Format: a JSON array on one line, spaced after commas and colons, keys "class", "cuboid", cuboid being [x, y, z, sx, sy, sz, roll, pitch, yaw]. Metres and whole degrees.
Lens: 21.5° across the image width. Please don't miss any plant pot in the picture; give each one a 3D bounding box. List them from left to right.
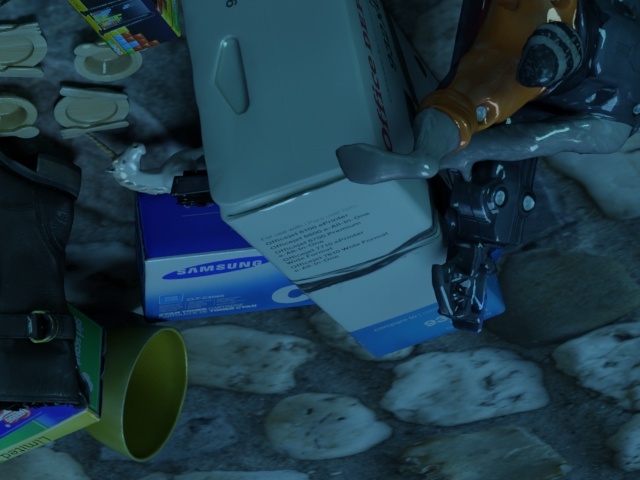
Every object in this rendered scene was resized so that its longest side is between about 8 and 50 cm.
[{"class": "plant pot", "cuboid": [-0.202, 0.140, 1.654, 0.095, 0.134, 0.134, 12, 160, 21]}]

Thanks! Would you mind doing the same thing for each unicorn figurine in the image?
[{"class": "unicorn figurine", "cuboid": [-0.108, -0.067, 1.469, 0.111, 0.060, 0.162, -21, 155, 34]}]

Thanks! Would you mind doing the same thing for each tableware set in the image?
[{"class": "tableware set", "cuboid": [-0.218, -0.126, 1.365, 0.141, 0.020, 0.168, -3, 151, -15]}]

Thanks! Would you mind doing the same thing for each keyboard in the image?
[{"class": "keyboard", "cuboid": [-0.072, -0.044, 1.421, 0.108, 0.023, 0.180, -7, 175, 17]}]

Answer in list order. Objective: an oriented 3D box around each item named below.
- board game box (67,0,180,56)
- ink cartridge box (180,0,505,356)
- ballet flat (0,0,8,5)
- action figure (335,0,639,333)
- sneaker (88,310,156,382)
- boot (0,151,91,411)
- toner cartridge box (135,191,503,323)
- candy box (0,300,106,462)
[{"class": "board game box", "cuboid": [-0.142, -0.223, 1.044, 0.048, 0.170, 0.141, -15, 153, 14]}, {"class": "ink cartridge box", "cuboid": [0.023, -0.071, 1.334, 0.129, 0.223, 0.307, -19, 152, 16]}, {"class": "ballet flat", "cuboid": [-0.268, -0.226, 0.980, 0.164, 0.182, 0.483, 1, 152, -2]}, {"class": "action figure", "cuboid": [0.152, -0.088, 1.170, 0.179, 0.341, 0.330, 11, -171, 34]}, {"class": "sneaker", "cuboid": [-0.305, 0.128, 1.726, 0.281, 0.105, 0.115, -15, 148, 4]}, {"class": "boot", "cuboid": [-0.293, 0.033, 1.393, 0.263, 0.229, 0.091, 11, 165, -41]}, {"class": "toner cartridge box", "cuboid": [0.000, 0.000, 1.608, 0.348, 0.075, 0.165, -6, 157, -8]}, {"class": "candy box", "cuboid": [-0.399, 0.095, 1.541, 0.268, 0.122, 0.317, -26, 135, 27]}]
